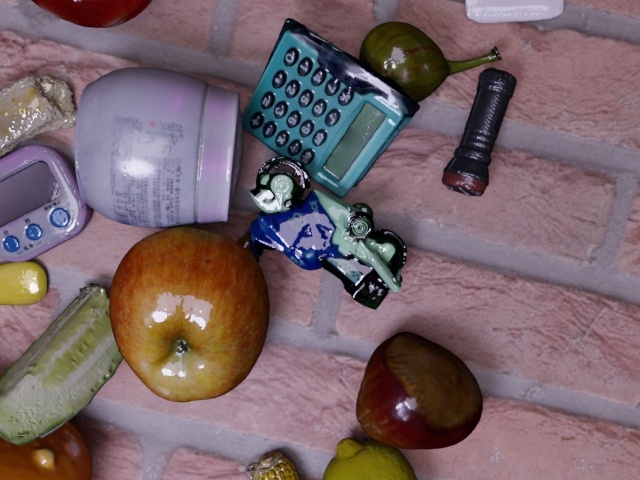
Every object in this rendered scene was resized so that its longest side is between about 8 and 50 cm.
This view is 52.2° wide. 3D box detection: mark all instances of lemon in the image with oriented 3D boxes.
[{"bbox_3d":[0.101,0.486,1.223,0.184,0.184,0.248,-25,93,3],"label":"lemon"}]

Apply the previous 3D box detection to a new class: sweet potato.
[{"bbox_3d":[-0.124,-0.006,1.255,0.179,0.044,0.044,-37,93,-3],"label":"sweet potato"}]

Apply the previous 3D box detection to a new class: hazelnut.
[{"bbox_3d":[0.179,0.291,1.201,0.230,0.229,0.229,0,95,1],"label":"hazelnut"}]

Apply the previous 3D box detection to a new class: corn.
[{"bbox_3d":[-0.059,0.556,1.270,0.107,0.106,0.292,-20,93,2],"label":"corn"}]

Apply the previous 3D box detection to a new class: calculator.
[{"bbox_3d":[0.001,-0.228,1.164,0.274,0.058,0.248,35,129,-2],"label":"calculator"}]

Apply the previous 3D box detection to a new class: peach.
[{"bbox_3d":[-0.395,-0.460,1.166,0.268,0.154,0.158,2,86,-9],"label":"peach"}]

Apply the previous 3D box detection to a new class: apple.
[{"bbox_3d":[-0.224,0.139,1.134,0.278,0.249,0.309,-17,135,20],"label":"apple"}]

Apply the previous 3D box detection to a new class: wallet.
[{"bbox_3d":[0.359,-0.469,1.214,0.183,0.032,0.124,-2,95,3],"label":"wallet"}]

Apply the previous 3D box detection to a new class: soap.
[{"bbox_3d":[-0.616,0.084,1.273,0.169,0.033,0.089,-1,93,1],"label":"soap"}]

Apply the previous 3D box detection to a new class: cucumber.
[{"bbox_3d":[-0.465,0.232,1.156,0.105,0.325,0.145,-23,114,35],"label":"cucumber"}]

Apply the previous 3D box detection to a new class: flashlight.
[{"bbox_3d":[0.299,-0.201,1.214,0.093,0.093,0.231,19,89,-1],"label":"flashlight"}]

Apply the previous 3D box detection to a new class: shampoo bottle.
[{"bbox_3d":[-0.268,-0.155,1.129,0.267,0.273,0.272,5,95,-10],"label":"shampoo bottle"}]

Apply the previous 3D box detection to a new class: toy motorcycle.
[{"bbox_3d":[0.000,0.000,1.193,0.331,0.125,0.196,36,104,-9],"label":"toy motorcycle"}]

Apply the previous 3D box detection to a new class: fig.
[{"bbox_3d":[0.193,-0.328,1.195,0.260,0.151,0.151,-13,95,-23],"label":"fig"}]

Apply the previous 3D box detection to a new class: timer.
[{"bbox_3d":[-0.551,-0.070,1.242,0.209,0.069,0.190,-26,94,4],"label":"timer"}]

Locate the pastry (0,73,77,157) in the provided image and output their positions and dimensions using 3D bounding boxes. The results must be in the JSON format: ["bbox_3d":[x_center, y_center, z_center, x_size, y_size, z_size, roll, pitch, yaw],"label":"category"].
[{"bbox_3d":[-0.585,-0.218,1.225,0.259,0.089,0.121,-23,106,6],"label":"pastry"}]

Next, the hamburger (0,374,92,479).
[{"bbox_3d":[-0.594,0.418,1.128,0.396,0.396,0.277,31,97,-2],"label":"hamburger"}]
